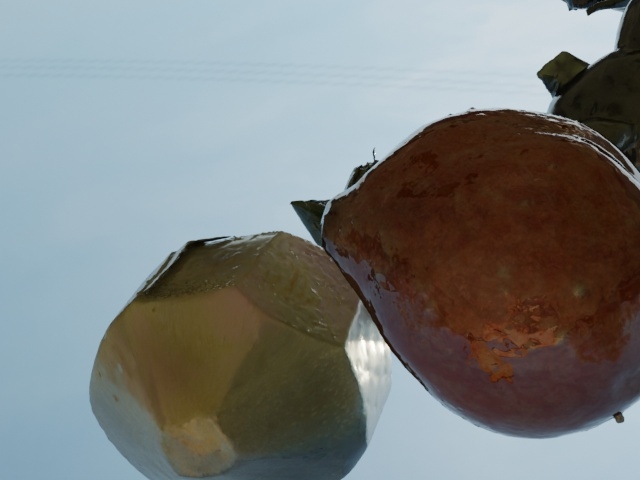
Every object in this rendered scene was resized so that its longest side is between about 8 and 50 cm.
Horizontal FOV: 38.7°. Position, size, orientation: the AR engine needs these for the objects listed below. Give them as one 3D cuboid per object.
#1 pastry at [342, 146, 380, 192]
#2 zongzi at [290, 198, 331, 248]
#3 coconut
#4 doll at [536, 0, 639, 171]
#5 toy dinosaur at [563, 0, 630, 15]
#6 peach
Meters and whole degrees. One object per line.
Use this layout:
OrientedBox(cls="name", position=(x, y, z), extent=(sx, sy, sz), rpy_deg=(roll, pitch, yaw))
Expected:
OrientedBox(cls="pastry", position=(0.091, -0.027, 0.968), extent=(0.081, 0.153, 0.153), rpy_deg=(-54, -147, 11))
OrientedBox(cls="zongzi", position=(0.000, 0.000, 1.664), extent=(0.062, 0.154, 0.130), rpy_deg=(-20, 169, 30))
OrientedBox(cls="coconut", position=(-0.093, 0.161, 1.072), extent=(0.353, 0.352, 0.352), rpy_deg=(-7, -149, 4))
OrientedBox(cls="doll", position=(0.409, -0.066, 0.955), extent=(0.378, 0.382, 0.252), rpy_deg=(-44, -156, -9))
OrientedBox(cls="toy dinosaur", position=(0.384, -0.317, 1.240), extent=(0.179, 0.087, 0.187), rpy_deg=(-47, -164, -16))
OrientedBox(cls="peach", position=(0.110, 0.017, 0.584), extent=(0.233, 0.232, 0.232), rpy_deg=(-7, -149, 4))
